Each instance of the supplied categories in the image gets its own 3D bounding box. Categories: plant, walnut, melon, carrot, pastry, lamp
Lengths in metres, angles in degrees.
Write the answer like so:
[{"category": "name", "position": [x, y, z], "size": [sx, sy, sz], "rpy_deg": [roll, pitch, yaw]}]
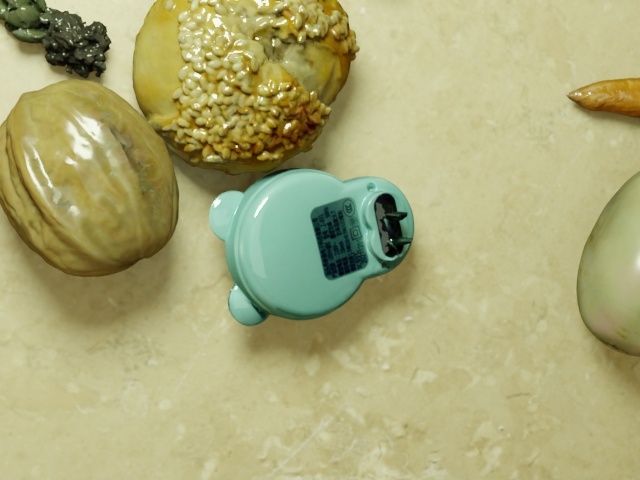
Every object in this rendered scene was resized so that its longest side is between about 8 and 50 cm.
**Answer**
[{"category": "plant", "position": [-0.352, -0.275, 1.336], "size": [0.174, 0.087, 0.085], "rpy_deg": [30, 113, -12]}, {"category": "walnut", "position": [-0.300, -0.078, 1.304], "size": [0.225, 0.225, 0.261], "rpy_deg": [-38, 99, -8]}, {"category": "melon", "position": [0.514, 0.022, 1.532], "size": [0.223, 0.223, 0.317], "rpy_deg": [31, 83, -17]}, {"category": "carrot", "position": [0.471, -0.218, 1.571], "size": [0.205, 0.072, 0.072], "rpy_deg": [-2, 97, -13]}, {"category": "pastry", "position": [-0.096, -0.236, 1.351], "size": [0.284, 0.184, 0.316], "rpy_deg": [39, 86, -15]}, {"category": "lamp", "position": [-0.004, -0.002, 1.424], "size": [0.284, 0.147, 0.209], "rpy_deg": [-13, 102, -5]}]
